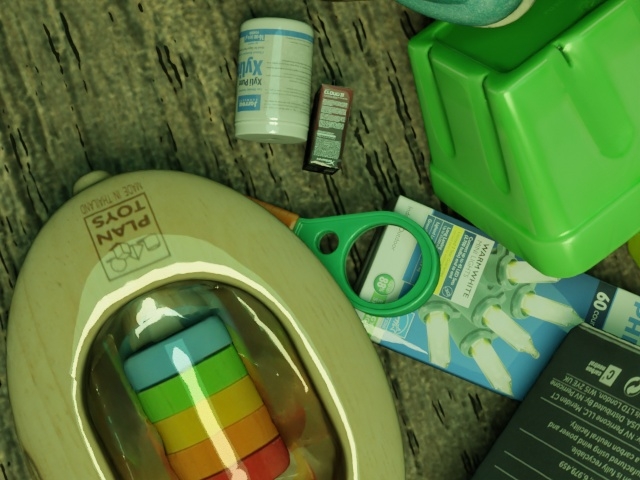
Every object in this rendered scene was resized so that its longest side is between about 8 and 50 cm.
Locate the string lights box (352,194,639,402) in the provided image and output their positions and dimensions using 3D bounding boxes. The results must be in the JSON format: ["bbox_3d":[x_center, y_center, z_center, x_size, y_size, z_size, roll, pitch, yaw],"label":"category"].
[{"bbox_3d":[0.162,0.069,1.202,0.259,0.077,0.133,22,86,-4],"label":"string lights box"}]

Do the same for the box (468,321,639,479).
[{"bbox_3d":[0.253,0.325,1.084,0.293,0.212,0.395,39,83,-30],"label":"box"}]

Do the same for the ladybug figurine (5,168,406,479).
[{"bbox_3d":[-0.100,0.145,1.128,0.305,0.162,0.449,-23,90,-6],"label":"ladybug figurine"}]

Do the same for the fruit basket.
[{"bbox_3d":[0.306,-0.093,1.154,0.392,0.283,0.392,-10,116,-21],"label":"fruit basket"}]

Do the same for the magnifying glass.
[{"bbox_3d":[0.000,0.000,1.165,0.231,0.026,0.092,21,85,22],"label":"magnifying glass"}]

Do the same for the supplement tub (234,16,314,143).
[{"bbox_3d":[-0.043,-0.146,1.195,0.071,0.071,0.107,4,86,-6],"label":"supplement tub"}]

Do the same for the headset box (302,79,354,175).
[{"bbox_3d":[0.007,-0.106,1.202,0.032,0.062,0.083,9,87,-6],"label":"headset box"}]

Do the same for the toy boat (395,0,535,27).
[{"bbox_3d":[0.155,-0.261,0.964,0.318,0.267,0.148,21,42,25],"label":"toy boat"}]
